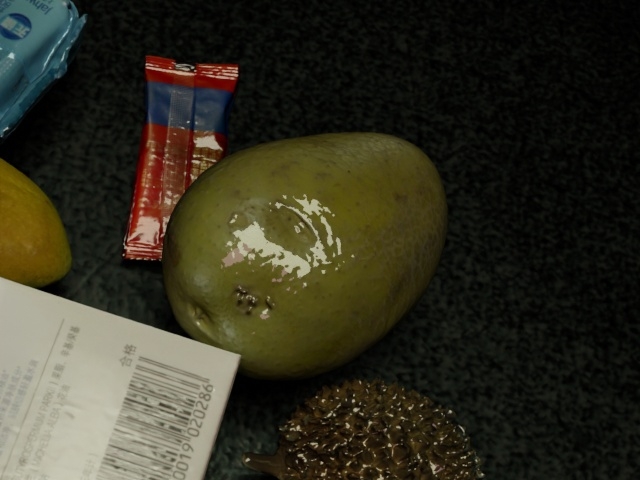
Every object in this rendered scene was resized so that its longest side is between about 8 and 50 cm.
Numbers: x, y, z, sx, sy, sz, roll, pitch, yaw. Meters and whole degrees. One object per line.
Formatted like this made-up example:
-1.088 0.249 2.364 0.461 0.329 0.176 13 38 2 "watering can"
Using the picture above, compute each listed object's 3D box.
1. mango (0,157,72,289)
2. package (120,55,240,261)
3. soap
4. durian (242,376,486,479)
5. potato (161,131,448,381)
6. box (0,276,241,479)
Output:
-0.339 -0.024 0.968 0.317 0.119 0.176 10 54 -13 "mango"
-0.113 -0.069 1.092 0.083 0.022 0.200 8 61 -9 "package"
-0.334 -0.189 1.075 0.293 0.077 0.156 33 62 7 "soap"
0.037 0.160 0.969 0.188 0.091 0.148 4 63 -8 "durian"
0.000 0.000 1.008 0.251 0.159 0.174 -31 108 -36 "potato"
-0.192 0.185 0.892 0.203 0.116 0.274 17 62 -3 "box"
